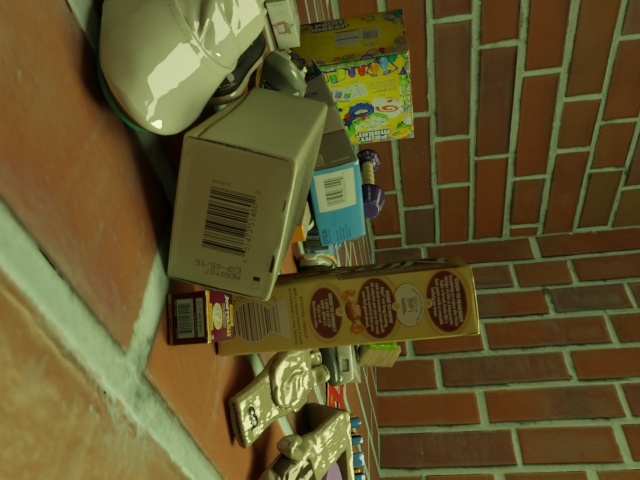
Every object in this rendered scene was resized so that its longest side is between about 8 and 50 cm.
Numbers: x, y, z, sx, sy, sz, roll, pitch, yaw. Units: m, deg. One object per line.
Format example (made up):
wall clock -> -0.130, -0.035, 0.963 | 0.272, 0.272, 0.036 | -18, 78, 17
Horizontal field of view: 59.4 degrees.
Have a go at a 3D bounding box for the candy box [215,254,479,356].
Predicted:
candy box -> 0.037, 0.082, 0.750 | 0.183, 0.317, 0.087 | -20, 103, -81

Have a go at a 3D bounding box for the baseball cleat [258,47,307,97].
baseball cleat -> -0.073, -0.208, 0.862 | 0.109, 0.072, 0.206 | -52, 174, -8

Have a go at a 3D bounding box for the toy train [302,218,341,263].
toy train -> 0.000, 0.000, 1.376 | 0.184, 0.080, 0.105 | 79, 19, -46

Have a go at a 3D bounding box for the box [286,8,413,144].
box -> 0.082, -0.401, 1.437 | 0.279, 0.290, 0.176 | 74, 13, -54

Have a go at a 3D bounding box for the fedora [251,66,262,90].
fedora -> -0.069, -0.233, 1.045 | 0.194, 0.079, 0.194 | -6, 90, -81

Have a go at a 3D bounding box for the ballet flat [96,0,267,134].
ballet flat -> -0.111, -0.254, 0.584 | 0.400, 0.139, 0.139 | -85, 166, -51

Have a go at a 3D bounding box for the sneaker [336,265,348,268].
sneaker -> 0.066, 0.118, 1.642 | 0.235, 0.097, 0.084 | 25, 61, -80

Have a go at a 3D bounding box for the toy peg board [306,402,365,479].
toy peg board -> 0.045, 0.410, 1.124 | 0.161, 0.079, 0.161 | -19, -106, 61

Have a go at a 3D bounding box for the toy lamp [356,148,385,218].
toy lamp -> 0.118, -0.141, 1.401 | 0.274, 0.080, 0.080 | -85, 167, -59

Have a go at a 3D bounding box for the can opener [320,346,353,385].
can opener -> 0.036, 0.232, 1.455 | 0.095, 0.076, 0.283 | 58, 27, -73

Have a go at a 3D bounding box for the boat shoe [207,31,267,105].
boat shoe -> -0.119, -0.262, 0.751 | 0.064, 0.075, 0.206 | 80, 14, -45

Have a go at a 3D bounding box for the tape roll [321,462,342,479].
tape roll -> -0.014, 0.505, 0.909 | 0.275, 0.090, 0.274 | -6, 90, -82

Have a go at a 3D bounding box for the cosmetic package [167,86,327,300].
cosmetic package -> -0.072, -0.076, 0.675 | 0.309, 0.113, 0.160 | -78, -179, -67

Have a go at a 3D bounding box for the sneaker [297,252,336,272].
sneaker -> -0.004, 0.097, 1.267 | 0.214, 0.084, 0.083 | 73, 19, -57

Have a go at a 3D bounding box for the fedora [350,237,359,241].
fedora -> 0.041, -0.119, 1.539 | 0.243, 0.125, 0.275 | 75, 13, -46

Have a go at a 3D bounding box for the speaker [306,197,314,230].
speaker -> -0.052, -0.079, 1.144 | 0.136, 0.055, 0.055 | 76, 12, -47

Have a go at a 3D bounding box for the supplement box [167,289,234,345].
supplement box -> -0.125, 0.082, 0.595 | 0.083, 0.043, 0.054 | 34, 51, -80

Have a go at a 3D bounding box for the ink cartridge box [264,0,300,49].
ink cartridge box -> -0.080, -0.495, 1.224 | 0.122, 0.052, 0.088 | 73, 14, -57

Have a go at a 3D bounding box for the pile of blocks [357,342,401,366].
pile of blocks -> 0.157, 0.220, 1.605 | 0.112, 0.149, 0.362 | -101, 179, -47

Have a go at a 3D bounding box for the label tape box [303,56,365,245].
label tape box -> -0.003, -0.200, 1.254 | 0.249, 0.115, 0.347 | 78, -6, -54

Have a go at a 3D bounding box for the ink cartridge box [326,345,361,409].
ink cartridge box -> 0.069, 0.377, 1.611 | 0.296, 0.066, 0.261 | 67, 19, -63

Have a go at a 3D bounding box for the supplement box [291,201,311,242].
supplement box -> -0.056, -0.035, 1.062 | 0.098, 0.062, 0.036 | -82, 162, -60

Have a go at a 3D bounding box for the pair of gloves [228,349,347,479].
pair of gloves -> -0.043, 0.270, 0.810 | 0.204, 0.042, 0.240 | -37, 120, -47
